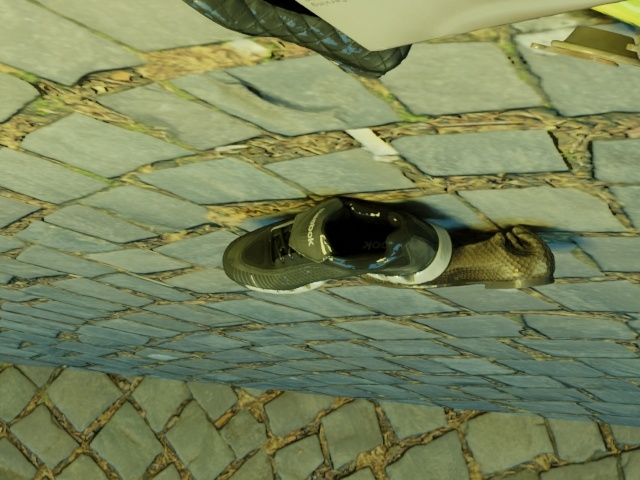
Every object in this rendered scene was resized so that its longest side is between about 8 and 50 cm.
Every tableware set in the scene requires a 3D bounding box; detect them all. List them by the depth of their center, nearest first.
[{"bbox_3d":[0.204,-0.092,0.652,0.141,0.020,0.168,8,-169,-27],"label":"tableware set"}]

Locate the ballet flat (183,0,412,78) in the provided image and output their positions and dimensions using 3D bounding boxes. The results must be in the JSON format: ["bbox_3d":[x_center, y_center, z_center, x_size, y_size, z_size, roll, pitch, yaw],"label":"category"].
[{"bbox_3d":[-0.022,-0.140,0.686,0.173,0.057,0.049,15,123,-30],"label":"ballet flat"}]

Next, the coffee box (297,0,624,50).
[{"bbox_3d":[0.092,-0.163,0.361,0.297,0.119,0.168,-4,161,38],"label":"coffee box"}]

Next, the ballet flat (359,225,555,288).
[{"bbox_3d":[0.130,0.018,1.199,0.084,0.058,0.250,-9,-176,-37],"label":"ballet flat"}]

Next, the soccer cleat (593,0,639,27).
[{"bbox_3d":[0.199,-0.116,0.553,0.289,0.093,0.121,11,172,-13],"label":"soccer cleat"}]

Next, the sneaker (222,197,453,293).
[{"bbox_3d":[0.000,0.000,1.143,0.234,0.078,0.106,-4,160,25],"label":"sneaker"}]
